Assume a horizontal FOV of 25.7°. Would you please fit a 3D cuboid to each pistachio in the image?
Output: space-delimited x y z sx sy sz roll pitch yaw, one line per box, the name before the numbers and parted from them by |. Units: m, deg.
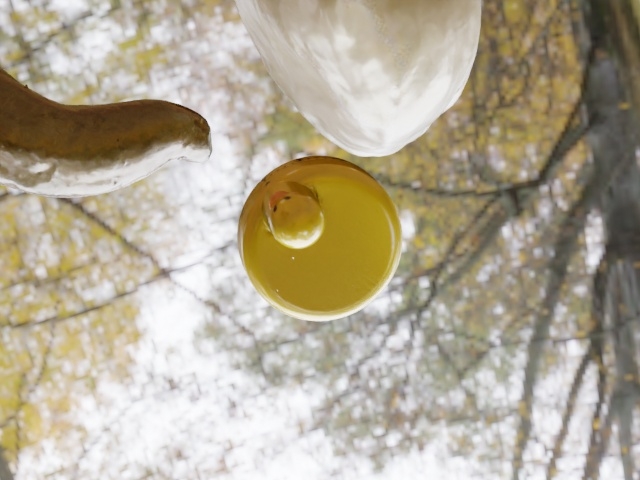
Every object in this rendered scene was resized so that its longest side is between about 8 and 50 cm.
pistachio | 0.033 -0.220 1.267 0.226 0.332 0.208 -11 -147 22

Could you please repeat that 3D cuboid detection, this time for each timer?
timer | 0.000 0.000 0.888 0.107 0.107 0.109 -16 -161 -6

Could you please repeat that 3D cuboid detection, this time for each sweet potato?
sweet potato | -0.171 -0.072 0.736 0.233 0.062 0.081 21 -111 -9
